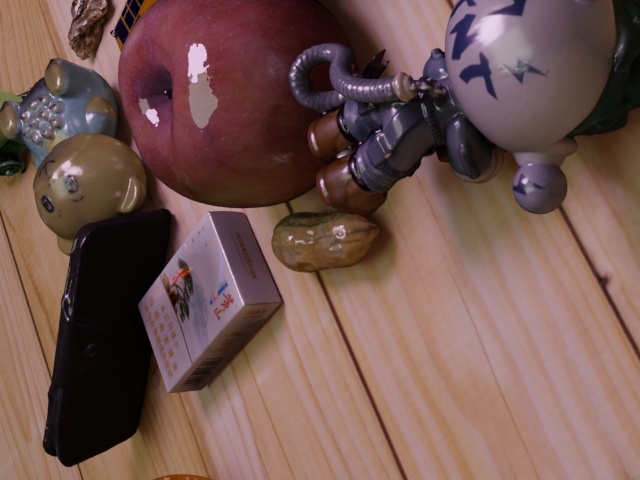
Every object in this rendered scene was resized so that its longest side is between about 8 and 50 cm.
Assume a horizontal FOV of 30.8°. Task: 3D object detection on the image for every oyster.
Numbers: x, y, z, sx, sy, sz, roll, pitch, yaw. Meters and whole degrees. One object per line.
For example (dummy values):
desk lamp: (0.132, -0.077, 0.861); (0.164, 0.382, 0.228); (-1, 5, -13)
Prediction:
oyster: (-0.365, -0.369, 1.815); (0.105, 0.056, 0.177); (25, 111, 60)

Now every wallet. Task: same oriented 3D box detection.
wallet: (-0.304, 0.134, 1.670); (0.051, 0.197, 0.377); (21, 109, 28)

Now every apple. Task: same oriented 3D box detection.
apple: (-0.101, -0.170, 1.354); (0.306, 0.235, 0.305); (21, 117, 48)

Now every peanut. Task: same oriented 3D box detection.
peanut: (0.000, 0.000, 1.371); (0.174, 0.080, 0.080); (-7, 87, 52)

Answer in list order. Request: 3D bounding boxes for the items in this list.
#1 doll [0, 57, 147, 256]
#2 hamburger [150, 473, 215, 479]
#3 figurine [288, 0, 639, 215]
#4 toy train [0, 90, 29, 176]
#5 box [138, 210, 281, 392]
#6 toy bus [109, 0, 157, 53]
doll: (-0.359, -0.118, 1.739); (0.177, 0.161, 0.260); (-35, 62, 22)
hamburger: (-0.157, 0.441, 1.489); (0.295, 0.227, 0.151); (53, 152, 33)
figurine: (0.157, -0.138, 1.095); (0.382, 0.186, 0.261); (-30, 75, 43)
toy train: (-0.555, -0.181, 1.977); (0.253, 0.157, 0.105); (-26, 72, 48)
box: (-0.155, 0.086, 1.577); (0.233, 0.067, 0.149); (-49, 57, 40)
toy bus: (-0.203, -0.320, 1.584); (0.201, 0.098, 0.114); (-56, 51, 36)
